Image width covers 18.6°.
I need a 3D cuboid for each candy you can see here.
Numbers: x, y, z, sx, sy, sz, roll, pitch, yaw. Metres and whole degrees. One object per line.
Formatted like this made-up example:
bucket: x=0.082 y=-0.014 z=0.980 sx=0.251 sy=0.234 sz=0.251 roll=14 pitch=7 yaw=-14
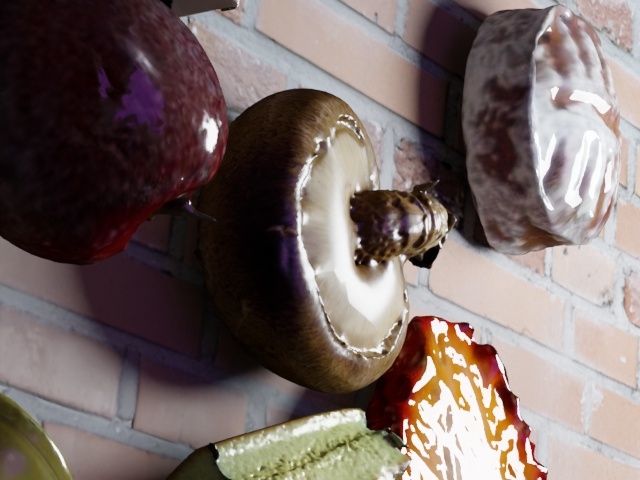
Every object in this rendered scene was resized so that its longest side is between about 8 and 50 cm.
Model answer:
candy: x=0.257 y=-0.129 z=2.243 sx=0.214 sy=0.157 sz=0.289 roll=18 pitch=70 yaw=-54

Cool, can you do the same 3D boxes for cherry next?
cherry: x=-0.204 y=-0.112 z=1.614 sx=0.230 sy=0.203 sz=0.300 roll=-39 pitch=98 yaw=-4

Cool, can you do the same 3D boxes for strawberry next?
strawberry: x=0.110 y=0.250 z=2.018 sx=0.265 sy=0.149 sz=0.336 roll=17 pitch=61 yaw=-42

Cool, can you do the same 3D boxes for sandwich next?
sandwich: x=-0.031 y=0.237 z=1.816 sx=0.235 sy=0.128 sz=0.122 roll=-11 pitch=59 yaw=-49

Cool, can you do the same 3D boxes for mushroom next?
mushroom: x=-0.006 y=0.001 z=1.891 sx=0.278 sy=0.163 sz=0.297 roll=-9 pitch=91 yaw=-43

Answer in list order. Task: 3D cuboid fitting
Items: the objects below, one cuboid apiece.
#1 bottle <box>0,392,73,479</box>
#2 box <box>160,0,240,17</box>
bottle: x=-0.338 y=0.271 z=1.419 sx=0.171 sy=0.171 sz=0.351 roll=59 pitch=46 yaw=-27
box: x=-0.238 y=-0.305 z=1.599 sx=0.353 sy=0.214 sz=0.069 roll=43 pitch=54 yaw=-39
